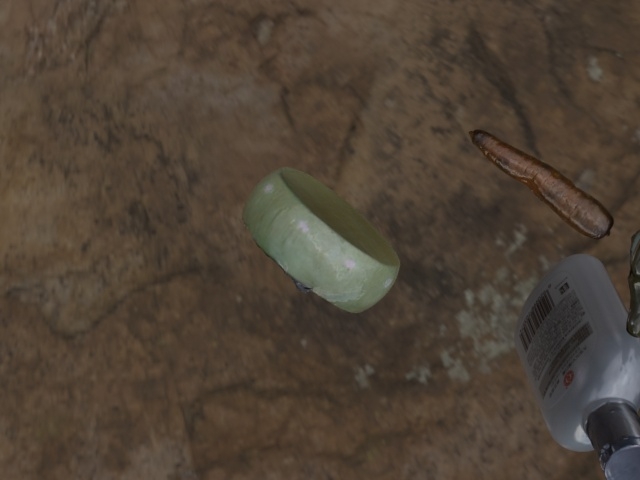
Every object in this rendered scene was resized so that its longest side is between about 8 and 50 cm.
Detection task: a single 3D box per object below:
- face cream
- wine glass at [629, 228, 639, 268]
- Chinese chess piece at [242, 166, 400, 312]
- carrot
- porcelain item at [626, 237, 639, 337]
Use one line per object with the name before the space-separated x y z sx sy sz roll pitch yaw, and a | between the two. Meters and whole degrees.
face cream | 0.271 0.134 1.480 0.071 0.291 0.144 22 114 -18
wine glass | 0.623 0.010 1.829 0.267 0.267 0.406 43 127 -19
Chinese chess piece | 0.000 0.000 1.252 0.144 0.144 0.058 37 103 -18
carrot | 0.208 -0.057 1.392 0.165 0.036 0.035 39 98 8
porcelain item | 0.324 -0.013 1.378 0.069 0.081 0.215 16 89 4
